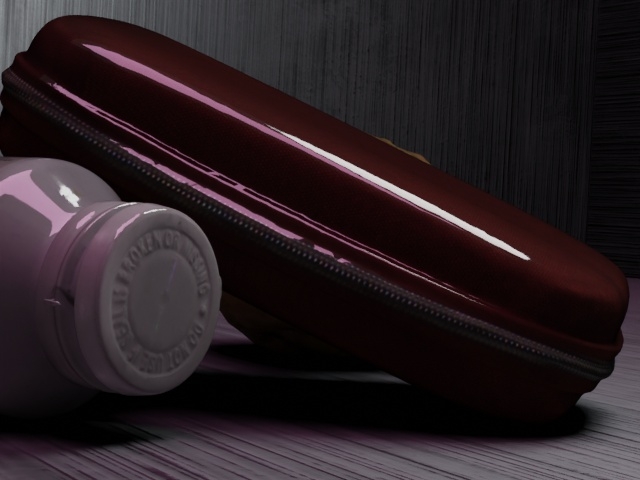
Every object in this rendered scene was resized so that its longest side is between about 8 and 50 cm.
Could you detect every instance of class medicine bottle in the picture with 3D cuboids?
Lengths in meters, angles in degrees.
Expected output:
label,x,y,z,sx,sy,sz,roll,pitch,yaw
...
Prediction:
label,x,y,z,sx,sy,sz,roll,pitch,yaw
medicine bottle,-0.162,0.023,0.736,0.215,0.135,0.135,4,2,35

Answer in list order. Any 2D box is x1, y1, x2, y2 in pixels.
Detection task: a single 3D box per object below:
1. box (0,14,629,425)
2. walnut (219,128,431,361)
label,x,y,z,sx,sy,sz,roll,pitch,yaw
box,-0.003,-0.016,0.869,0.404,0.108,0.263,27,9,9
walnut,0.000,0.000,1.105,0.198,0.198,0.245,2,11,-31
